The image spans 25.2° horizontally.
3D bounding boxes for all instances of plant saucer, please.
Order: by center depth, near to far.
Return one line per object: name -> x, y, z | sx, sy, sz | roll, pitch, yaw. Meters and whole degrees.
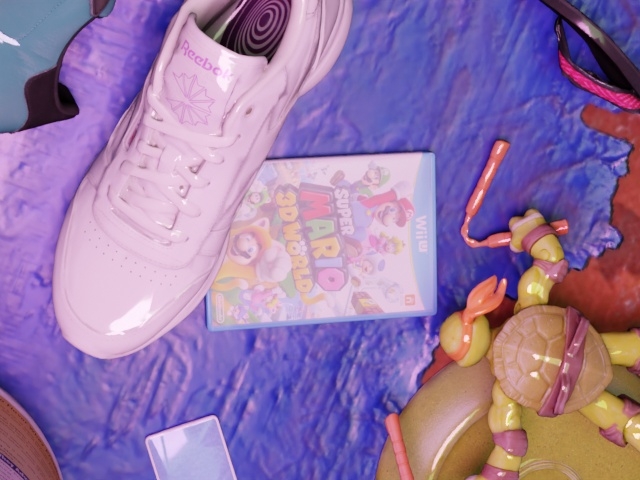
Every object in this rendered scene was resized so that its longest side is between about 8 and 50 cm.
plant saucer -> 0.160, 0.191, 1.066 | 0.241, 0.037, 0.240 | -2, 101, -11

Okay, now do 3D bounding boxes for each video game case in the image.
video game case -> 0.000, 0.000, 1.009 | 0.166, 0.015, 0.119 | -4, 101, -11

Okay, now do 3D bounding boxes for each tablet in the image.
tablet -> -0.089, 0.170, 1.027 | 0.054, 0.006, 0.083 | -17, 102, -8

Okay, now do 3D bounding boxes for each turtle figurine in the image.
turtle figurine -> 0.173, 0.073, 0.994 | 0.217, 0.087, 0.269 | 15, 78, -10

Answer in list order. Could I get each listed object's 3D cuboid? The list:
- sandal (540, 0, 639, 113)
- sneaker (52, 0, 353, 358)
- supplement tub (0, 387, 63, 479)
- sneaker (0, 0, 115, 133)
sandal -> 0.203, -0.110, 1.007 | 0.040, 0.067, 0.179 | -43, 108, 10
sneaker -> -0.091, -0.068, 0.903 | 0.114, 0.152, 0.305 | 29, 90, 9
supplement tub -> -0.260, 0.193, 0.835 | 0.228, 0.316, 0.228 | -2, 100, -11
sneaker -> -0.179, -0.203, 0.873 | 0.121, 0.108, 0.302 | 0, 125, -26
